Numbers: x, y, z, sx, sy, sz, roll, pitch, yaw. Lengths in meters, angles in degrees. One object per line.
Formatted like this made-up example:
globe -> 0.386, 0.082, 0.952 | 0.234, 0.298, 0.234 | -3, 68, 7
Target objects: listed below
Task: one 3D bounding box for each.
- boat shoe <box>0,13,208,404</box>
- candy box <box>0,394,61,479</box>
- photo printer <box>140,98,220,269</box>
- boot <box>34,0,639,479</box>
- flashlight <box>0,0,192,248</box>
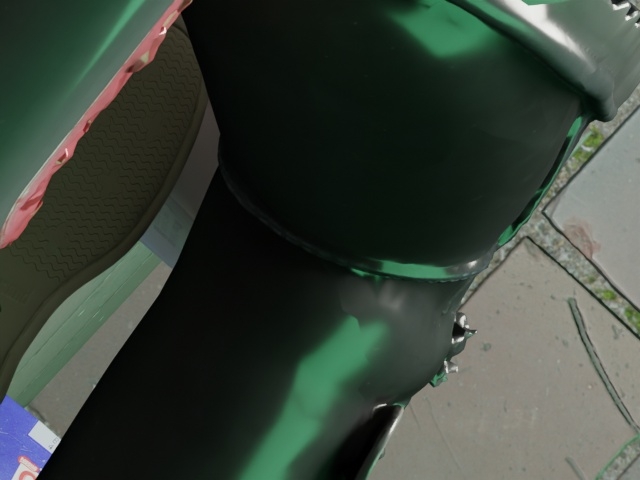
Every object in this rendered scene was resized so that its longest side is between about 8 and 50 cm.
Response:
boat shoe -> -0.132, -0.003, 0.731 | 0.079, 0.084, 0.233 | 22, -108, 48
candy box -> -0.232, 0.257, 1.113 | 0.317, 0.268, 0.122 | -48, -176, 26
photo printer -> 0.016, -0.124, 0.946 | 0.307, 0.107, 0.256 | -47, -179, -10
boot -> -0.062, 0.070, 0.680 | 0.445, 0.146, 0.367 | -54, 161, 8
flashlight -> -0.071, -0.034, 0.456 | 0.304, 0.103, 0.103 | -48, -154, 21
